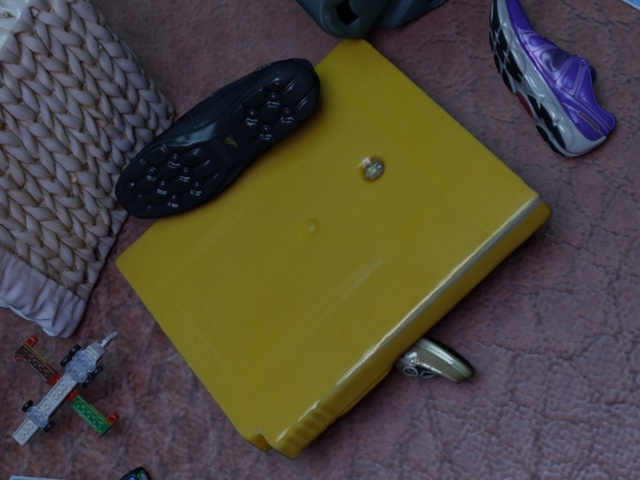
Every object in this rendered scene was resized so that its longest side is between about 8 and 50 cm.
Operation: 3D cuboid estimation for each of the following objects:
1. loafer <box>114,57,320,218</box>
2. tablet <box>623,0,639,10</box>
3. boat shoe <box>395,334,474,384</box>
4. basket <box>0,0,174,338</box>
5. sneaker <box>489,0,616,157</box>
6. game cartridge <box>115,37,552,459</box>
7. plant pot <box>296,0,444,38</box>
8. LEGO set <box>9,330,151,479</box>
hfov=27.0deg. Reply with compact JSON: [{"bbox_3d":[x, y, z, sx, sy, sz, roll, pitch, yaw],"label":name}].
[{"bbox_3d":[-0.093,-0.093,1.227,0.223,0.078,0.076,-32,107,19],"label":"loafer"},{"bbox_3d":[0.292,-0.243,1.229,0.083,0.006,0.054,36,87,25],"label":"tablet"},{"bbox_3d":[0.063,0.096,1.173,0.153,0.056,0.048,24,89,25],"label":"boat shoe"},{"bbox_3d":[-0.354,-0.121,1.231,0.328,0.331,0.266,24,76,22],"label":"basket"},{"bbox_3d":[0.208,-0.154,1.208,0.071,0.068,0.170,-27,75,-8],"label":"sneaker"},{"bbox_3d":[0.000,0.000,1.194,0.324,0.053,0.285,-44,52,3],"label":"game cartridge"},{"bbox_3d":[0.013,-0.387,1.207,0.341,0.341,0.334,-37,75,4],"label":"plant pot"},{"bbox_3d":[-0.272,0.177,1.249,0.244,0.060,0.182,2,103,15],"label":"LEGO set"}]
